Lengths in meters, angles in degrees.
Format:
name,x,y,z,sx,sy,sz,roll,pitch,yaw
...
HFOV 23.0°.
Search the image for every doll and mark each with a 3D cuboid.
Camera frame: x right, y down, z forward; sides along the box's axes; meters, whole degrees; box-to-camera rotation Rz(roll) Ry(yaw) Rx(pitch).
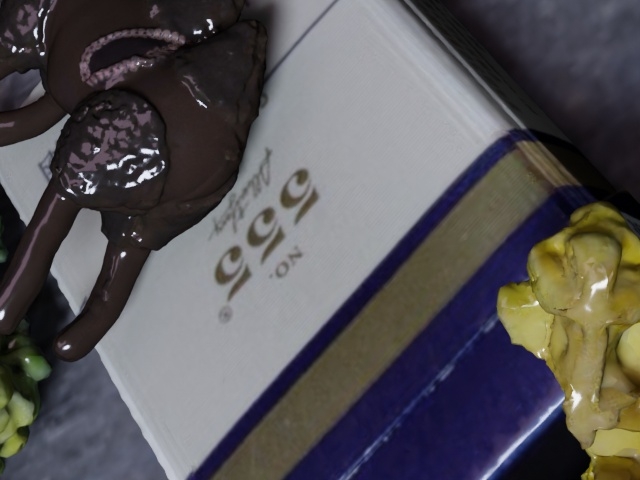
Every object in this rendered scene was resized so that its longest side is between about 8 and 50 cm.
name,x,y,z,sx,sy,sz,roll,pitch,yaw
doll,-0.063,-0.061,0.517,0.165,0.057,0.139,-46,48,12

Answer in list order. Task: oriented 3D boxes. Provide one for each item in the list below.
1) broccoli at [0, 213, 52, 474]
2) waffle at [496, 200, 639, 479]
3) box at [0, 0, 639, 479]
name,x,y,z,sx,sy,sz,roll,pitch,yaw
broccoli,-0.233,0.064,0.559,0.247,0.243,0.263,8,103,7
waffle,0.071,0.087,0.411,0.194,0.149,0.051,-49,9,21
box,0.000,0.000,0.526,0.168,0.071,0.259,-48,53,16
